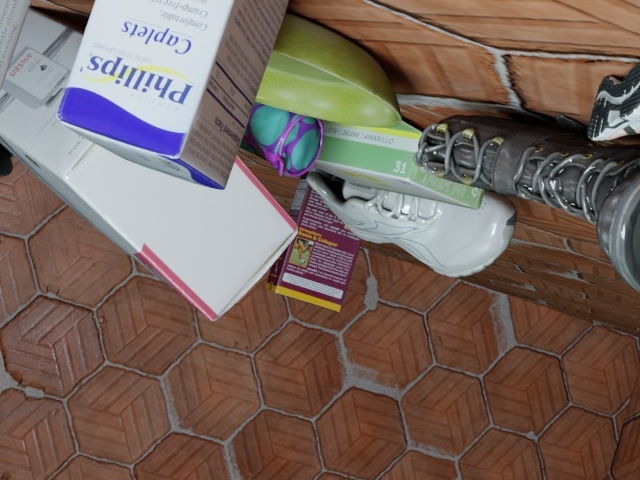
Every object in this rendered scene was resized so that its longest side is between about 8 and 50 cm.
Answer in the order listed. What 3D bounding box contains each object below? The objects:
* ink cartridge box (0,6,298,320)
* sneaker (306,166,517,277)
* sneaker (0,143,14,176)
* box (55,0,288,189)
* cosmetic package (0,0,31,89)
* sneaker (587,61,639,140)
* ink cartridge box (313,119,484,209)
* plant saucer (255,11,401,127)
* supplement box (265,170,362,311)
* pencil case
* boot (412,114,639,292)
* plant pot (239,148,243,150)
[{"bbox_3d":[-0.180,-0.075,1.001,0.283,0.117,0.207,30,166,49],"label":"ink cartridge box"},{"bbox_3d":[0.097,-0.036,1.333,0.297,0.111,0.129,13,169,46],"label":"sneaker"},{"bbox_3d":[-0.483,-0.176,1.581,0.350,0.148,0.131,17,177,8],"label":"sneaker"},{"bbox_3d":[-0.076,-0.108,0.630,0.072,0.137,0.126,18,177,8],"label":"box"},{"bbox_3d":[-0.269,-0.162,0.623,0.152,0.151,0.184,17,176,16],"label":"cosmetic package"},{"bbox_3d":[0.189,-0.076,0.664,0.044,0.040,0.109,12,180,-5],"label":"sneaker"},{"bbox_3d":[0.031,-0.095,1.095,0.171,0.056,0.235,15,178,43],"label":"ink cartridge box"},{"bbox_3d":[-0.049,-0.141,0.851,0.241,0.037,0.241,18,177,1],"label":"plant saucer"},{"bbox_3d":[0.000,0.000,1.676,0.104,0.188,0.081,18,178,-14],"label":"supplement box"},{"bbox_3d":[-0.072,-0.111,1.018,0.152,0.070,0.064,26,138,27],"label":"pencil case"},{"bbox_3d":[0.163,-0.037,0.765,0.229,0.091,0.263,17,-166,31],"label":"boot"},{"bbox_3d":[-0.111,-0.138,1.293,0.236,0.032,0.236,17,176,1],"label":"plant pot"}]
